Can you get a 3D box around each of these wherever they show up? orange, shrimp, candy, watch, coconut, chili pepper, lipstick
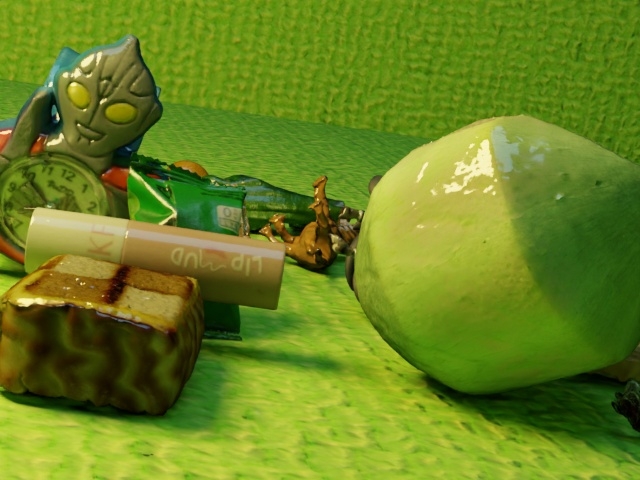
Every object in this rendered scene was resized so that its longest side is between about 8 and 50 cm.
[{"bbox_3d":[-0.211,-0.089,2.066,0.085,0.085,0.085,9,11,-2],"label":"orange"},{"bbox_3d":[0.370,0.177,1.300,0.174,0.076,0.082,0,-26,-24],"label":"shrimp"},{"bbox_3d":[-0.150,0.007,1.398,0.141,0.203,0.078,3,-24,-6],"label":"candy"},{"bbox_3d":[-0.286,-0.127,1.543,0.241,0.305,0.274,26,17,-11],"label":"watch"},{"bbox_3d":[0.206,0.009,1.317,0.328,0.281,0.328,-2,-30,-1],"label":"coconut"},{"bbox_3d":[-0.074,-0.051,1.992,0.253,0.083,0.099,9,1,-24],"label":"chili pepper"},{"bbox_3d":[-0.165,0.018,1.319,0.254,0.070,0.070,8,11,-3],"label":"lipstick"}]

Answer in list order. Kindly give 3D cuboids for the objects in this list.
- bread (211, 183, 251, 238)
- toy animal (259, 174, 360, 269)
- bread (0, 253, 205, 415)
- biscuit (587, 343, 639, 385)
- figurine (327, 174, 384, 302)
[{"bbox_3d":[-0.147,0.006,1.602,0.147,0.127,0.152,4,29,-26],"label":"bread"},{"bbox_3d":[-0.006,0.005,1.776,0.116,0.114,0.255,51,12,-9],"label":"toy animal"},{"bbox_3d":[-0.198,0.079,1.189,0.181,0.096,0.222,12,11,-1],"label":"bread"},{"bbox_3d":[0.369,0.130,1.540,0.309,0.040,0.204,0,14,-38],"label":"biscuit"},{"bbox_3d":[0.144,0.021,1.588,0.265,0.175,0.197,18,7,4],"label":"figurine"}]
